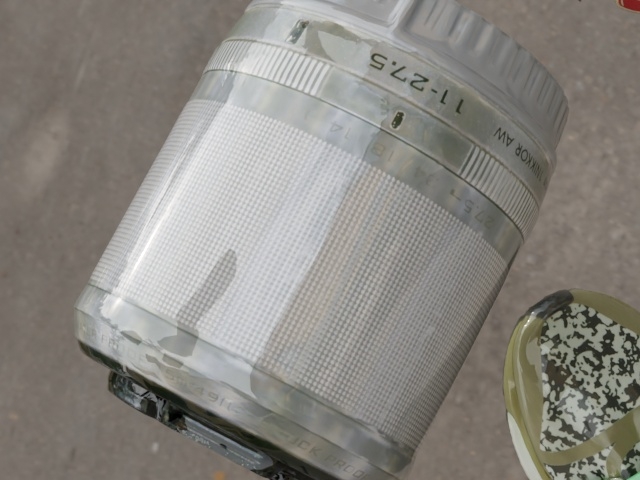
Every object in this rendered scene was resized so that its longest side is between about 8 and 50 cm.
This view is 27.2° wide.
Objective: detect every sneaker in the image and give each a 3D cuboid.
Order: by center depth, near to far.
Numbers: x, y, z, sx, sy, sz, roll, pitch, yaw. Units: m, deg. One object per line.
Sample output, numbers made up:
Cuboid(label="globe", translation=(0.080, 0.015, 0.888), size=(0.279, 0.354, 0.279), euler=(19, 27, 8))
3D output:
Cuboid(label="sneaker", translation=(0.277, 0.207, 0.905), size=(0.410, 0.158, 0.182), euler=(58, 169, 3))

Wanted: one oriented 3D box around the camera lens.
Cuboid(label="camera lens", translation=(0.000, 0.000, 0.789), size=(0.219, 0.219, 0.274), euler=(17, 77, 52))

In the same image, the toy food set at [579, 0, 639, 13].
Cuboid(label="toy food set", translation=(0.194, -0.175, 0.731), size=(0.122, 0.077, 0.019), euler=(-60, 12, 20))
